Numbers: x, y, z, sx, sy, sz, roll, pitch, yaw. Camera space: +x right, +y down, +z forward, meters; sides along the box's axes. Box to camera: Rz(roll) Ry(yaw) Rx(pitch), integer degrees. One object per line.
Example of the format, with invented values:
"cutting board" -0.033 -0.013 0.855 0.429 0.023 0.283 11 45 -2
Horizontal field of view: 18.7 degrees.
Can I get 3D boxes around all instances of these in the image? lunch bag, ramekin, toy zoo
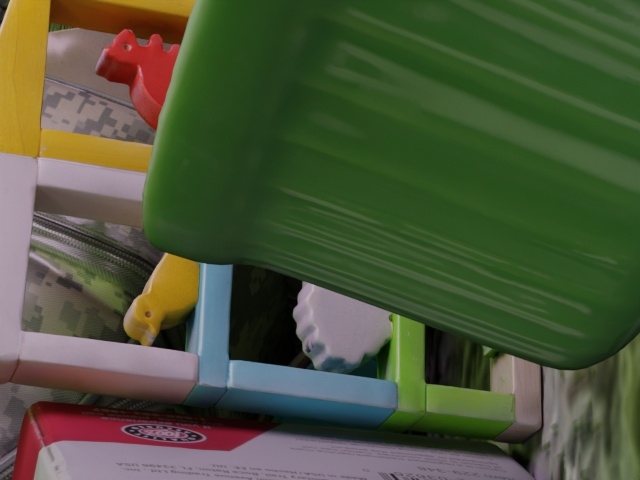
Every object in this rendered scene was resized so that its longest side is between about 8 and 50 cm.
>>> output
"lunch bag" -0.153 0.099 1.018 0.256 0.212 0.305 -57 -20 -29
"ramekin" 0.073 -0.107 0.608 0.303 0.148 0.303 24 -90 -88
"toy zoo" -0.043 -0.019 0.863 0.030 0.293 0.192 128 148 -61

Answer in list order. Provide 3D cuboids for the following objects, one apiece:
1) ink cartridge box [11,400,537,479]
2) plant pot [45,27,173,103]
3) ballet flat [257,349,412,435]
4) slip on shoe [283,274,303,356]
"ink cartridge box" 0.004 0.165 0.722 0.306 0.226 0.131 -138 57 -73
"plant pot" -0.160 -0.005 1.448 0.256 0.256 0.274 166 95 -73
"ballet flat" -0.005 0.153 1.050 0.086 0.086 0.248 -123 44 -68
"slip on shoe" 0.000 0.000 1.086 0.101 0.123 0.331 -53 -4 -27
